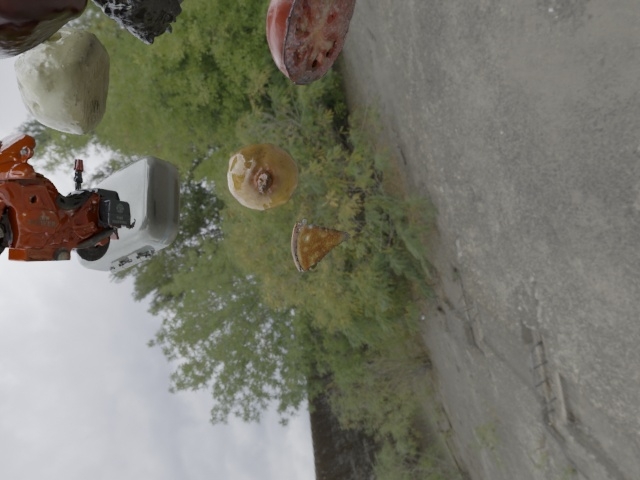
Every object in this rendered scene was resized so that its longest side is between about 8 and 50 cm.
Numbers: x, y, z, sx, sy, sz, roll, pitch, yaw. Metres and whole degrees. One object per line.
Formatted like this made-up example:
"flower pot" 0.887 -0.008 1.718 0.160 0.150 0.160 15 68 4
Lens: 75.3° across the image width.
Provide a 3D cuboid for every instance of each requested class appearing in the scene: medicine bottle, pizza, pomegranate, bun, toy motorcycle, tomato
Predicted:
"medicine bottle" -0.539 -0.067 1.152 0.122 0.374 0.283 20 -123 -50
"pizza" 0.000 0.000 1.254 0.052 0.195 0.185 45 143 50
"pomegranate" -0.165 -0.184 1.181 0.207 0.206 0.207 -20 -90 -89
"bun" -0.831 -0.520 1.363 0.326 0.234 0.362 110 166 -48
"toy motorcycle" -0.498 -0.069 0.757 0.325 0.147 0.222 3 -91 -73
"tomato" -0.026 -0.400 0.754 0.084 0.225 0.225 30 169 15

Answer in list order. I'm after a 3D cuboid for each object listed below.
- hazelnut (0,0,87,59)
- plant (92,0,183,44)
"hazelnut" -0.503 -0.438 0.506 0.420 0.352 0.422 28 131 38
"plant" -0.371 -0.498 0.864 0.132 0.129 0.194 56 -161 -8
